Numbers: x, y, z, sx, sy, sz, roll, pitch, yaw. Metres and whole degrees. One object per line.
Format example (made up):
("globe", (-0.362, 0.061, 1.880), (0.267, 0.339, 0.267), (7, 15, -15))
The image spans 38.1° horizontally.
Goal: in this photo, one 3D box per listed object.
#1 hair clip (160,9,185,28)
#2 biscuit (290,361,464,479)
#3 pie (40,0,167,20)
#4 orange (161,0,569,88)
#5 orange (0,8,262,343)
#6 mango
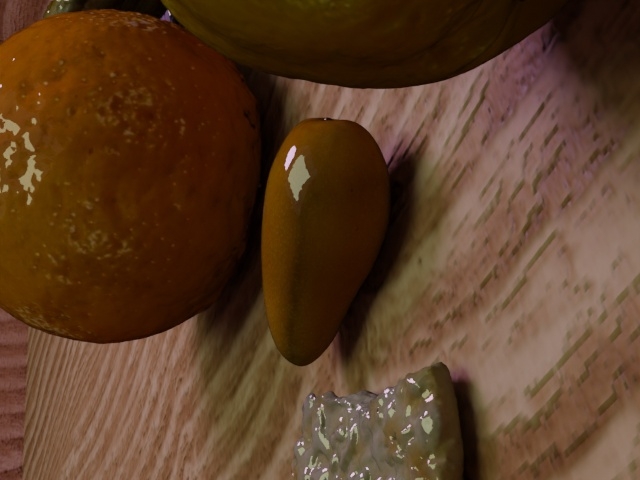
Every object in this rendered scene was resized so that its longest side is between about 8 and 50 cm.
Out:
("hair clip", (-0.215, -0.279, 1.267), (0.292, 0.084, 0.106), (50, 123, 54))
("biscuit", (0.024, 0.177, 0.596), (0.188, 0.040, 0.266), (-110, 36, -47))
("pie", (-0.215, -0.308, 1.075), (0.323, 0.070, 0.323), (-44, 3, 3))
("orange", (0.032, -0.195, 0.417), (0.235, 0.279, 0.279), (62, 151, 3))
("orange", (-0.222, -0.065, 0.927), (0.340, 0.293, 0.341), (-172, 90, -66))
("mango", (0.000, 0.000, 0.660), (0.102, 0.084, 0.184), (-126, 39, -54))
